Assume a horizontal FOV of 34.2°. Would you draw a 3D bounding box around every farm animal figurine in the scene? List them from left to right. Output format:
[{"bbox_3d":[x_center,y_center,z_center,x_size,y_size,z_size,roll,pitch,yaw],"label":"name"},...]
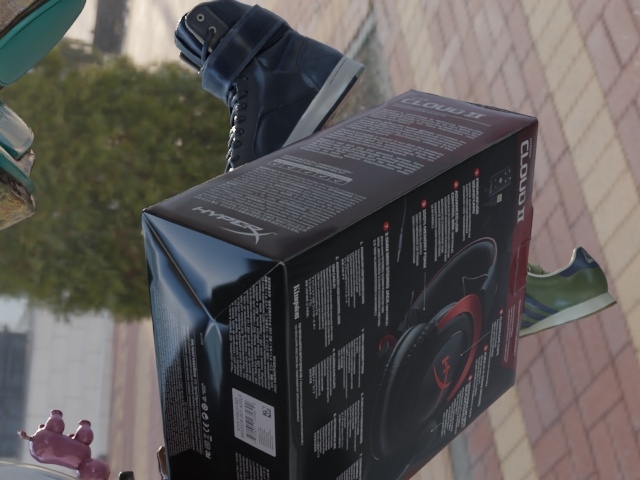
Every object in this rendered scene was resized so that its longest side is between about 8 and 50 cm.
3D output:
[{"bbox_3d":[-0.232,0.352,1.249,0.172,0.330,0.327,-97,-13,-48],"label":"farm animal figurine"}]

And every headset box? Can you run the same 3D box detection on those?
[{"bbox_3d":[0.034,0.040,0.681,0.110,0.293,0.218,20,124,35],"label":"headset box"}]

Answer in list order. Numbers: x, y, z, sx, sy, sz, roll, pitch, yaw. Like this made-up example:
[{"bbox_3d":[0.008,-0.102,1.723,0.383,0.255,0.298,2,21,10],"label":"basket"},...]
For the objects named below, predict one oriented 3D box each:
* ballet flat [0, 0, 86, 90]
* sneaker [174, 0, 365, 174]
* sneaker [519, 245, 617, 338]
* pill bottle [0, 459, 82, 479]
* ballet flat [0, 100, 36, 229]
[{"bbox_3d":[-0.391,-0.194,1.129,0.316,0.106,0.107,-51,-6,-13],"label":"ballet flat"},{"bbox_3d":[-0.082,-0.114,0.925,0.226,0.163,0.086,-57,3,-27],"label":"sneaker"},{"bbox_3d":[0.247,0.066,1.227,0.192,0.064,0.086,-23,84,31],"label":"sneaker"},{"bbox_3d":[-0.183,0.239,0.544,0.408,0.229,0.229,133,139,-66],"label":"pill bottle"},{"bbox_3d":[-0.255,-0.041,0.695,0.348,0.123,0.123,-146,63,-75],"label":"ballet flat"}]
